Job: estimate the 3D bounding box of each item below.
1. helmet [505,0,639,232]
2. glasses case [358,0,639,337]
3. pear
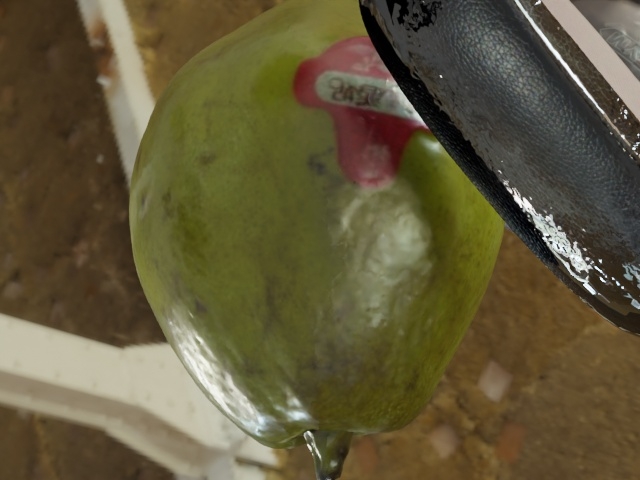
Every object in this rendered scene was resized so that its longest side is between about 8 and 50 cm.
[{"bbox_3d":[0.251,-0.116,1.329,0.225,0.177,0.305,40,-33,14],"label":"helmet"},{"bbox_3d":[0.142,-0.066,0.825,0.075,0.314,0.122,-43,-176,-37],"label":"glasses case"},{"bbox_3d":[0.000,0.000,1.006,0.287,0.287,0.375,-18,-113,44],"label":"pear"}]
